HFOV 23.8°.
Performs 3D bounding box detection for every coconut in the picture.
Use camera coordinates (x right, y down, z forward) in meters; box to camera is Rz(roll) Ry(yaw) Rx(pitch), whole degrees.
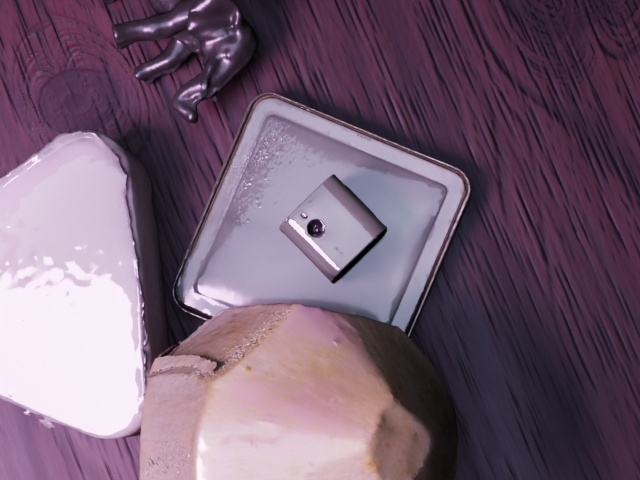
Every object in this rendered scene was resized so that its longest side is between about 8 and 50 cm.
[{"bbox_3d":[-0.025,0.219,1.493,0.352,0.352,0.353,0,85,3],"label":"coconut"}]

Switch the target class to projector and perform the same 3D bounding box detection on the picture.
[{"bbox_3d":[0.014,-0.011,1.616,0.083,0.083,0.082,-44,85,-2],"label":"projector"}]

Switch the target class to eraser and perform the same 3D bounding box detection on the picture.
[{"bbox_3d":[-0.283,0.030,1.649,0.331,0.150,0.331,0,87,5],"label":"eraser"}]

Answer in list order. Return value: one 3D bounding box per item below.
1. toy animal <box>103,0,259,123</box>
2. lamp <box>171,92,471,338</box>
[{"bbox_3d":[-0.160,-0.250,1.681,0.146,0.114,0.245,-24,84,2],"label":"toy animal"},{"bbox_3d":[0.000,0.000,1.683,0.269,0.047,0.266,23,86,5],"label":"lamp"}]
